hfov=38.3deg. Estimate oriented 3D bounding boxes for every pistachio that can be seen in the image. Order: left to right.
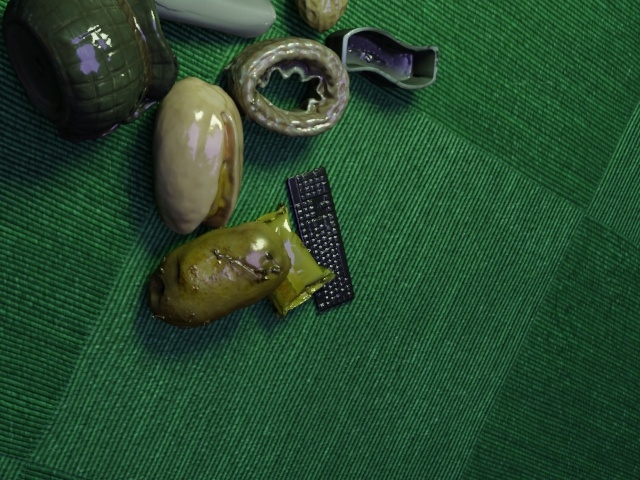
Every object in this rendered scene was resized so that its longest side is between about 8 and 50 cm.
[{"bbox_3d":[-0.244,-0.164,1.780,0.187,0.187,0.299,0,106,-24],"label":"pistachio"}]

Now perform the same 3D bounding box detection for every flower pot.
[{"bbox_3d":[-0.409,-0.326,1.612,0.213,0.301,0.302,-32,112,-28],"label":"flower pot"},{"bbox_3d":[0.126,-0.381,1.927,0.229,0.108,0.103,11,96,-24],"label":"flower pot"}]

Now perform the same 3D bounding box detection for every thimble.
[{"bbox_3d":[-0.067,-0.306,1.838,0.229,0.148,0.196,-14,108,-18],"label":"thimble"}]

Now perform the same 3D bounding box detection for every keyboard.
[{"bbox_3d":[0.000,0.000,1.994,0.100,0.018,0.310,-19,107,-20],"label":"keyboard"}]

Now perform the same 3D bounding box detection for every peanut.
[{"bbox_3d":[0.004,-0.563,1.822,0.120,0.136,0.299,2,102,10],"label":"peanut"}]

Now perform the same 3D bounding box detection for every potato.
[{"bbox_3d":[-0.210,0.068,1.814,0.300,0.140,0.173,-23,114,11],"label":"potato"}]

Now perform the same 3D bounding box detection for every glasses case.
[{"bbox_3d":[-0.236,-0.469,1.748,0.308,0.083,0.128,3,68,-39],"label":"glasses case"}]

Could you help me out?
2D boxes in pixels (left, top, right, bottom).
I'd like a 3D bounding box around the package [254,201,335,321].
[{"bbox_3d":[-0.086,0.045,1.924,0.168,0.090,0.226,-37,106,-9],"label":"package"}]
